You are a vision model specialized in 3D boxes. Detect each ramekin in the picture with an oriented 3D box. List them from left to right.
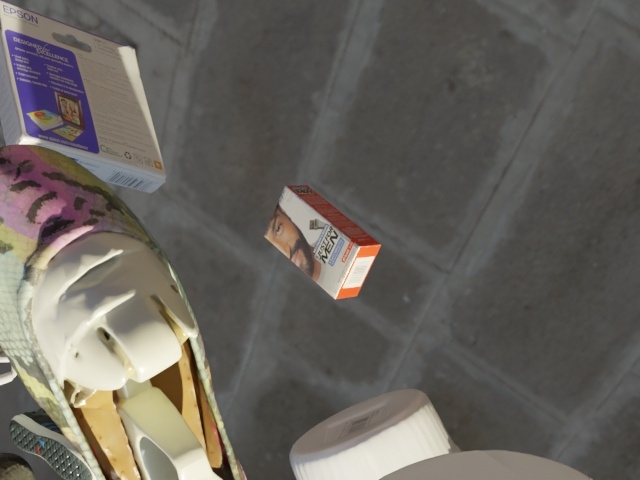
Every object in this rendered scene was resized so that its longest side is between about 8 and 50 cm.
[{"bbox_3d":[0.083,0.353,1.666,0.277,0.277,0.135,-22,93,48],"label":"ramekin"}]

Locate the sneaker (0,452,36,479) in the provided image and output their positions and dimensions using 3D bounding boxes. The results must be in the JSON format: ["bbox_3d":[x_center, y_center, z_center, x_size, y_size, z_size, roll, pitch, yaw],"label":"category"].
[{"bbox_3d":[-0.342,0.290,0.955,0.162,0.281,0.106,-15,103,38],"label":"sneaker"}]

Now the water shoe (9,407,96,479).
[{"bbox_3d":[-0.406,0.316,1.623,0.203,0.080,0.073,22,121,31],"label":"water shoe"}]

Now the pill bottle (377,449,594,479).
[{"bbox_3d":[0.113,0.337,0.614,0.229,0.229,0.408,12,126,35],"label":"pill bottle"}]

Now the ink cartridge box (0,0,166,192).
[{"bbox_3d":[-0.293,-0.170,1.226,0.045,0.206,0.208,-35,59,32],"label":"ink cartridge box"}]

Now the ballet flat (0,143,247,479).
[{"bbox_3d":[-0.069,0.064,0.402,0.079,0.077,0.222,12,125,61],"label":"ballet flat"}]

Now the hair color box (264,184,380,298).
[{"bbox_3d":[0.000,0.000,1.498,0.167,0.053,0.093,40,118,34],"label":"hair color box"}]

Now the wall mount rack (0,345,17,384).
[{"bbox_3d":[-0.586,0.219,1.633,0.350,0.304,0.131,5,98,49],"label":"wall mount rack"}]
